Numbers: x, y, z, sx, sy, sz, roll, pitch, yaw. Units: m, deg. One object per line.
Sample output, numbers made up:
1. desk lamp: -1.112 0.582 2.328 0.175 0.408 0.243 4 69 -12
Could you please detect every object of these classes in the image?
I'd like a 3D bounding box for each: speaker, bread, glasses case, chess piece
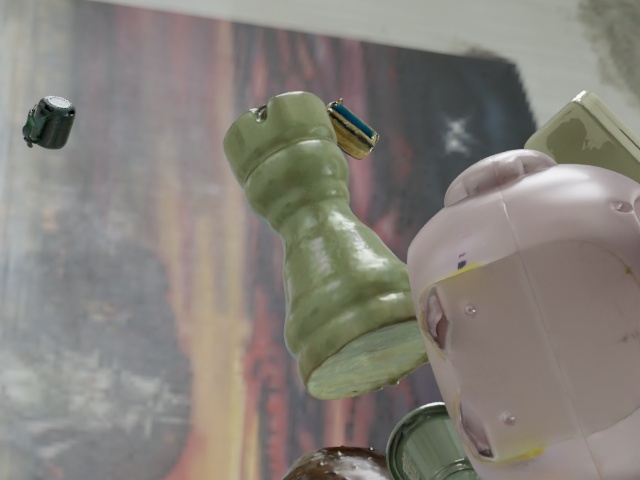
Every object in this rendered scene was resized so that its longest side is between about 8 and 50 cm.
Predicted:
1. speaker: -0.427 -0.180 2.398 0.060 0.094 0.075 41 -59 35
2. bread: 0.043 -0.182 2.583 0.053 0.106 0.072 -49 -173 27
3. glasses case: 0.456 -0.074 2.335 0.131 0.313 0.070 -45 179 34
4. chess piece: 0.000 0.000 2.342 0.442 0.234 0.234 65 -29 26

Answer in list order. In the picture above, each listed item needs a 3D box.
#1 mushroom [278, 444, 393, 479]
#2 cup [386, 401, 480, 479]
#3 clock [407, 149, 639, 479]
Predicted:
1. mushroom: 0.048 0.427 2.034 0.356 0.334 0.331 -22 -91 39
2. cup: 0.138 0.250 1.696 0.141 0.120 0.120 -114 -146 -71
3. clock: 0.253 0.085 1.563 0.377 0.250 0.368 -4 75 -79
